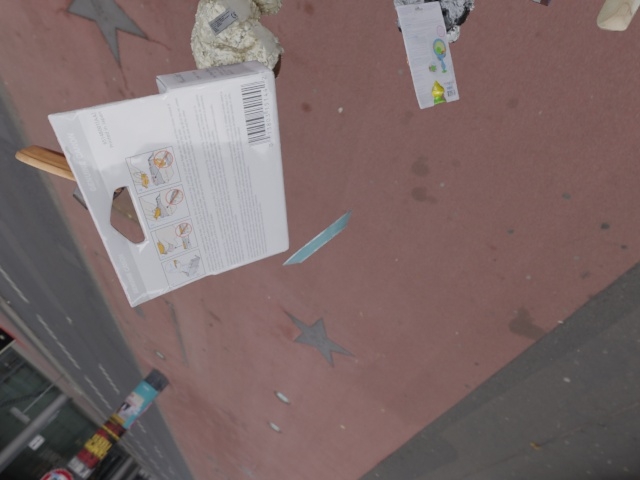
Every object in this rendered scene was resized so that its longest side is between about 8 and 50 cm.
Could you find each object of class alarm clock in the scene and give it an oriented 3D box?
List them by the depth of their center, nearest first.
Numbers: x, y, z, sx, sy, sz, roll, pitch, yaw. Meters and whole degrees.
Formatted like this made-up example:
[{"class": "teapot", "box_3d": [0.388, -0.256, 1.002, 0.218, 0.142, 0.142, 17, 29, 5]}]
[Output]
[{"class": "alarm clock", "box_3d": [-0.574, -0.126, 1.114, 0.064, 0.129, 0.192, 49, 137, -8]}]

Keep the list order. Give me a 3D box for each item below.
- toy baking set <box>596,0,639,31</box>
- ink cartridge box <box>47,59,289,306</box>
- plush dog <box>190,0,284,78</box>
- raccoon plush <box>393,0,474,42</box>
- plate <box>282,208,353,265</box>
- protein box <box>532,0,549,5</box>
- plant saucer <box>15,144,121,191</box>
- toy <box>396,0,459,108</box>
[{"class": "toy baking set", "box_3d": [0.377, -0.286, 0.354, 0.256, 0.197, 0.030, -4, 170, 39]}, {"class": "ink cartridge box", "box_3d": [-0.180, -0.074, 0.596, 0.066, 0.261, 0.296, 48, 149, 44]}, {"class": "plush dog", "box_3d": [-0.207, -0.435, 0.904, 0.210, 0.263, 0.225, 6, 165, -31]}, {"class": "raccoon plush", "box_3d": [0.355, -0.797, 1.229, 0.216, 0.299, 0.447, 11, 133, 22]}, {"class": "plate", "box_3d": [0.000, 0.000, 0.891, 0.024, 0.188, 0.188, 51, 144, 1]}, {"class": "protein box", "box_3d": [0.610, -0.786, 1.146, 0.136, 0.201, 0.200, 30, 108, 17]}, {"class": "plant saucer", "box_3d": [-0.520, -0.154, 0.897, 0.199, 0.037, 0.200, 21, -178, -1]}, {"class": "toy", "box_3d": [0.254, -0.448, 1.045, 0.056, 0.136, 0.237, -4, 106, 63]}]
